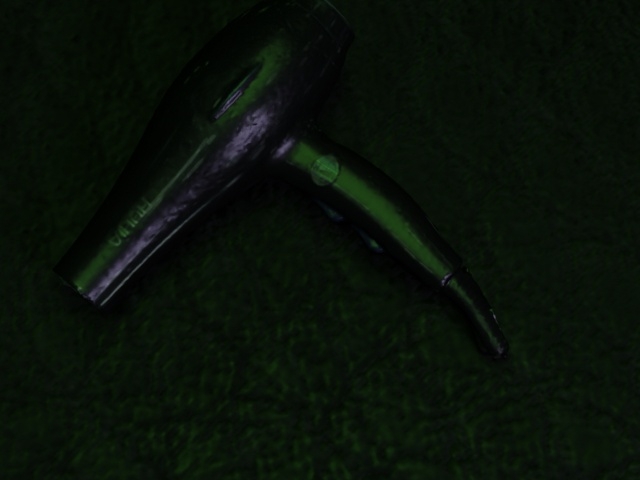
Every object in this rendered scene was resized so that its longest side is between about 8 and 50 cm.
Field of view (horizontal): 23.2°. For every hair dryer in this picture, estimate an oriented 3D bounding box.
[{"bbox_3d":[0.000,0.000,0.784,0.219,0.075,0.195,38,84,5],"label":"hair dryer"}]
